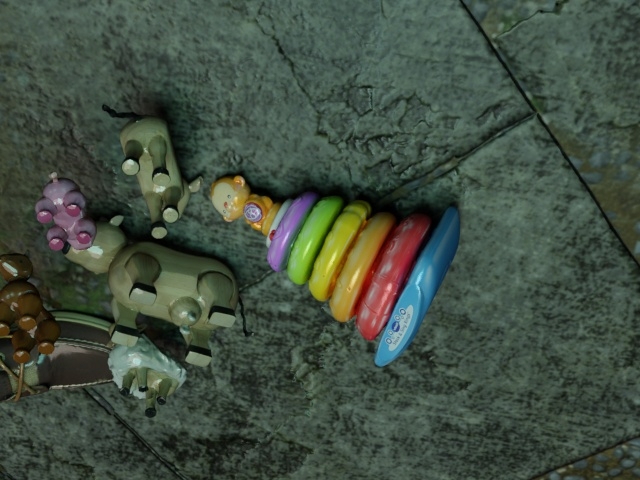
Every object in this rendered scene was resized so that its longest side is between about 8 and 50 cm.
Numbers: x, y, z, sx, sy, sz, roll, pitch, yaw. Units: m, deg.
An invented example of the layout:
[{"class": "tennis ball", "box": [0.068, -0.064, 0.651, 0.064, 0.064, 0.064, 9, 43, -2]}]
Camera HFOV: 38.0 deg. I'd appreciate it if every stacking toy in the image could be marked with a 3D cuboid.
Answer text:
[{"class": "stacking toy", "box": [0.000, 0.000, 1.110, 0.302, 0.165, 0.175, 27, 127, 8]}]

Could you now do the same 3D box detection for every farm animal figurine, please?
[{"class": "farm animal figurine", "box": [-0.222, 0.020, 1.135, 0.327, 0.172, 0.330, 36, 112, -29]}]

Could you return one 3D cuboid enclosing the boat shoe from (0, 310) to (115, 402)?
[{"class": "boat shoe", "box": [-0.422, 0.176, 1.272, 0.342, 0.123, 0.123, 3, 122, 6]}]
